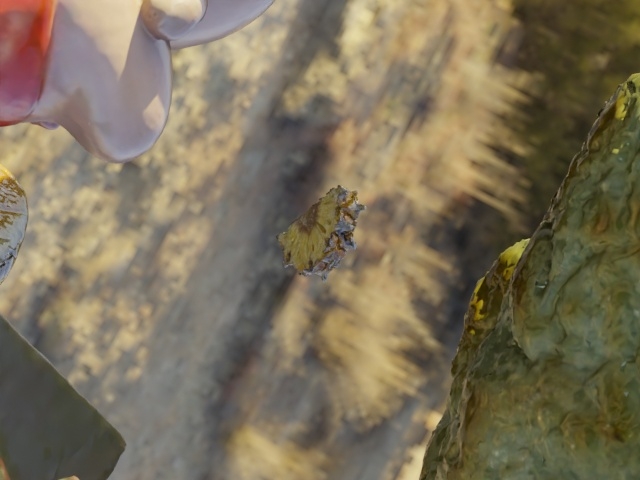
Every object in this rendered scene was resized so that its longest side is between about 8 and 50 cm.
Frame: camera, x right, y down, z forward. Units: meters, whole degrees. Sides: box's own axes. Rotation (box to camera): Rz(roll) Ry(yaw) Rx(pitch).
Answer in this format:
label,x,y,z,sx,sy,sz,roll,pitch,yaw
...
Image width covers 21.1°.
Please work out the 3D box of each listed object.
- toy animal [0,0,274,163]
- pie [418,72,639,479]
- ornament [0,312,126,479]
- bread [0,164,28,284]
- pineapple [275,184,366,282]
label,x,y,z,sx,sy,sz,roll,pitch,yaw
toy animal,-0.112,-0.128,0.819,0.198,0.171,0.171,-31,162,-9
pie,0.125,0.061,0.587,0.274,0.105,0.257,-47,-145,33
ornament,-0.057,0.087,0.345,0.153,0.196,0.166,52,58,-42
bread,-0.216,0.016,0.934,0.053,0.073,0.214,-44,-174,24
pineapple,0.000,0.000,1.083,0.083,0.019,0.045,-39,-128,46
